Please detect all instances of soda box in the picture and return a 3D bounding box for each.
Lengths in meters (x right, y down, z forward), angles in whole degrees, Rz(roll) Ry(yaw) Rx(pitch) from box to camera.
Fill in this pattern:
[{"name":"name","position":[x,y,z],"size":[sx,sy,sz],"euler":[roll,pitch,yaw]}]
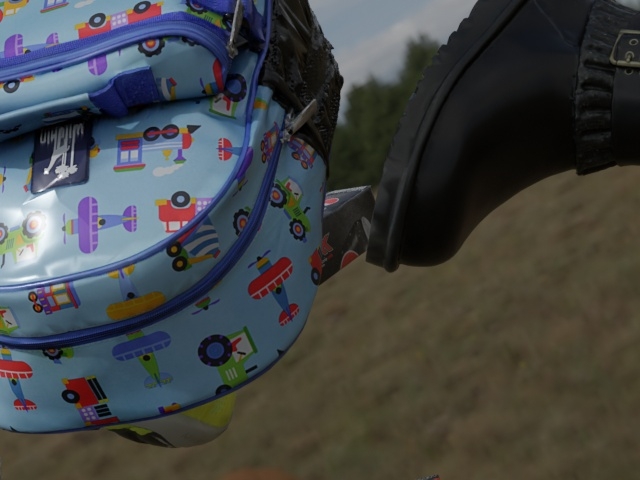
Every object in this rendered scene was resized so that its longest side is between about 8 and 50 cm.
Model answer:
[{"name":"soda box","position":[0.000,0.000,1.626],"size":[0.053,0.060,0.169],"euler":[-10,14,31]}]

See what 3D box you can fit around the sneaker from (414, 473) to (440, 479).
[{"name":"sneaker","position":[0.064,0.228,1.168],"size":[0.057,0.075,0.161],"euler":[-14,-30,-19]}]

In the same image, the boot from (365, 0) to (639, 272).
[{"name":"boot","position":[0.210,-0.076,1.300],"size":[0.348,0.260,0.131],"euler":[-56,-19,-31]}]

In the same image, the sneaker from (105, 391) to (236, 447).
[{"name":"sneaker","position":[-0.083,-0.074,0.818],"size":[0.147,0.385,0.145],"euler":[-5,19,16]}]

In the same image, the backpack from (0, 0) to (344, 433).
[{"name":"backpack","position":[-0.076,-0.024,0.591],"size":[0.158,0.117,0.173],"euler":[-9,47,15]}]
